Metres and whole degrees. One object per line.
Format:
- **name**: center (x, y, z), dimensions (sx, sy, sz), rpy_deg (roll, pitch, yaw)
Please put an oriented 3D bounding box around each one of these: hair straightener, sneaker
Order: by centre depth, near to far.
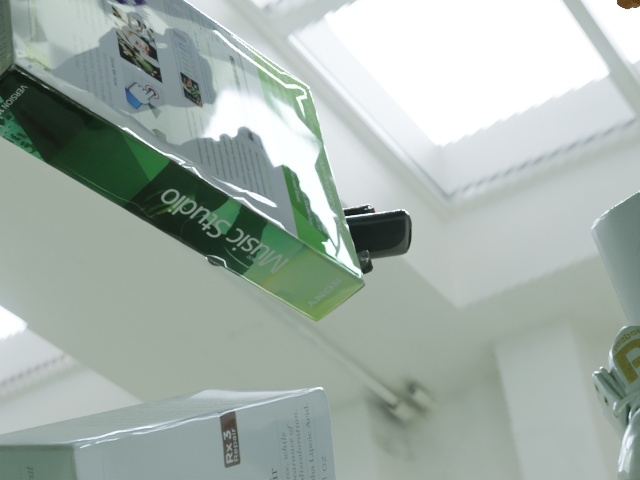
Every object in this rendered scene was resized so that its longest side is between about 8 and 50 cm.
- **sneaker**: center (0.230, 0.124, 1.121), dimensions (0.108, 0.292, 0.169), rpy_deg (-31, -121, 6)
- **hair straightener**: center (0.000, 0.000, 1.316), dimensions (0.089, 0.230, 0.047), rpy_deg (9, -82, 41)

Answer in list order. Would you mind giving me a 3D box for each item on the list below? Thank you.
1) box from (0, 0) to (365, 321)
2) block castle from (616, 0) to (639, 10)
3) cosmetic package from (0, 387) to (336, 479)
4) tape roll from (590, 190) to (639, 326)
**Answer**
- **box**: center (-0.114, -0.099, 1.168), dimensions (0.058, 0.322, 0.232), rpy_deg (-41, -141, 24)
- **block castle**: center (0.307, -0.370, 1.480), dimensions (0.453, 0.213, 0.303), rpy_deg (25, -121, 0)
- **cosmetic package**: center (-0.082, 0.144, 0.844), dimensions (0.086, 0.231, 0.117), rpy_deg (-4, -89, 28)
- **tape roll**: center (0.363, 0.022, 1.331), dimensions (0.246, 0.246, 0.169), rpy_deg (-26, -103, 19)
